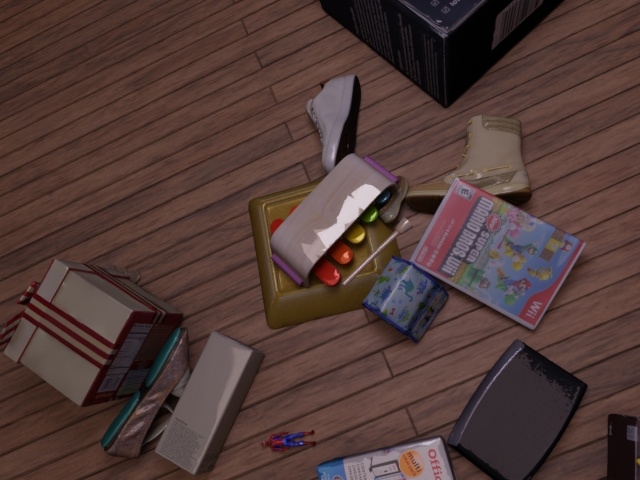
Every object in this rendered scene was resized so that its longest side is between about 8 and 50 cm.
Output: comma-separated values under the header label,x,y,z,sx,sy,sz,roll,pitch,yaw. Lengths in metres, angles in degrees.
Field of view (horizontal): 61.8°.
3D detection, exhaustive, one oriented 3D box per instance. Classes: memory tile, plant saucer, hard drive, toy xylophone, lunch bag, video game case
label,x,y,z,sx,sy,sz,roll,pitch,yaw
memory tile,-0.514,0.136,1.329,0.113,0.012,0.148,11,76,17
plant saucer,0.000,0.000,1.213,0.332,0.081,0.333,-15,69,8
hard drive,0.378,0.334,1.027,0.172,0.054,0.255,35,83,21
toy xylophone,0.044,-0.031,1.125,0.322,0.081,0.236,-39,68,-1
lunch bag,0.185,0.127,1.105,0.129,0.151,0.096,-55,28,-5
video game case,0.355,0.025,1.093,0.285,0.025,0.204,29,99,10

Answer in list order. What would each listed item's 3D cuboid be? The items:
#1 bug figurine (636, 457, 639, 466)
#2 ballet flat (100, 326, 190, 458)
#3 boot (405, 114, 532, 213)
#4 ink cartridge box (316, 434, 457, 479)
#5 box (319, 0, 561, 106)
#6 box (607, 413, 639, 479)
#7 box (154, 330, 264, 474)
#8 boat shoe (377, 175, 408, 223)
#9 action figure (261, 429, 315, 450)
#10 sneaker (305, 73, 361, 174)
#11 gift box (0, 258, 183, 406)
label,x,y,z,sx,sy,sz,roll,pitch,yaw
bug figurine,0.523,0.467,0.772,0.216,0.072,0.279,-32,82,13
ballet flat,-0.354,0.340,1.181,0.106,0.107,0.316,34,90,-20
boot,0.319,-0.169,1.184,0.262,0.095,0.203,-5,67,19
ink cartridge box,0.136,0.468,0.980,0.232,0.168,0.171,-16,69,7
box,0.292,-0.667,1.241,0.480,0.297,0.472,-42,70,-2
box,0.609,0.392,0.891,0.203,0.168,0.167,5,76,15
box,-0.234,0.345,1.150,0.113,0.094,0.275,22,79,19
boat shoe,0.160,-0.101,1.203,0.050,0.045,0.135,-30,31,47
action figure,-0.070,0.420,1.123,0.115,0.030,0.038,-12,75,12
sneaker,0.020,-0.272,1.285,0.123,0.106,0.290,0,58,18
gift box,-0.509,0.206,1.166,0.258,0.255,0.276,29,84,17
